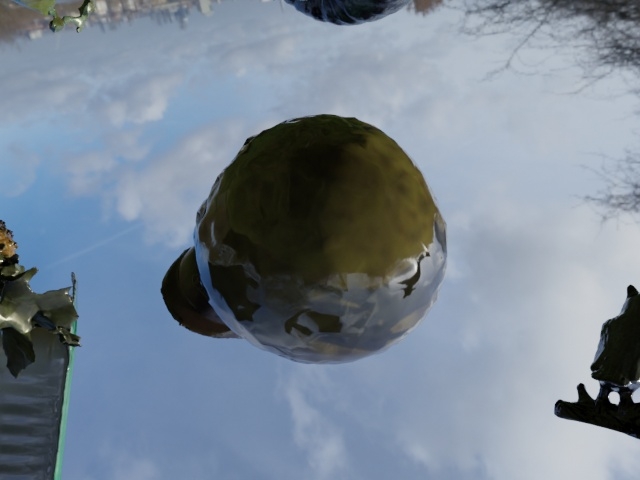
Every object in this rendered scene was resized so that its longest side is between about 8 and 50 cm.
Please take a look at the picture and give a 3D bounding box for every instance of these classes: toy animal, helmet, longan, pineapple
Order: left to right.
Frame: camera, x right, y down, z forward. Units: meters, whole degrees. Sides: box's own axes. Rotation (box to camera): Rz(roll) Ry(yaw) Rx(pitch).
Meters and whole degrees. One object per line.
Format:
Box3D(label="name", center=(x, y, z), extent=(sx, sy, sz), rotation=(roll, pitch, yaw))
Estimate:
Box3D(label="pineapple", center=(-0.395, 0.053, 0.708), extent=(0.277, 0.130, 0.118), rotation=(27, -163, 40))
Box3D(label="helmet", center=(-0.177, 0.069, 1.246), extent=(0.177, 0.225, 0.305), rotation=(-49, 173, 24))
Box3D(label="longan", center=(0.000, 0.000, 0.915), extent=(0.390, 0.392, 0.391), rotation=(-9, -156, 4))
Box3D(label="toy animal", center=(0.391, 0.145, 0.772), extent=(0.121, 0.117, 0.210), rotation=(2, -112, 48))

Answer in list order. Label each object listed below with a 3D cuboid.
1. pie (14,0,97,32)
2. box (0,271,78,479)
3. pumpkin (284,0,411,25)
Box3D(label="pie", center=(-0.143, -0.336, 0.398), extent=(0.078, 0.297, 0.372), rotation=(16, -125, -1))
Box3D(label="box", center=(-0.427, 0.229, 0.863), extent=(0.105, 0.337, 0.264), rotation=(5, -169, -24))
Box3D(label="pumpkin", center=(0.009, -0.340, 0.641), extent=(0.247, 0.248, 0.248), rotation=(-9, -156, 4))
